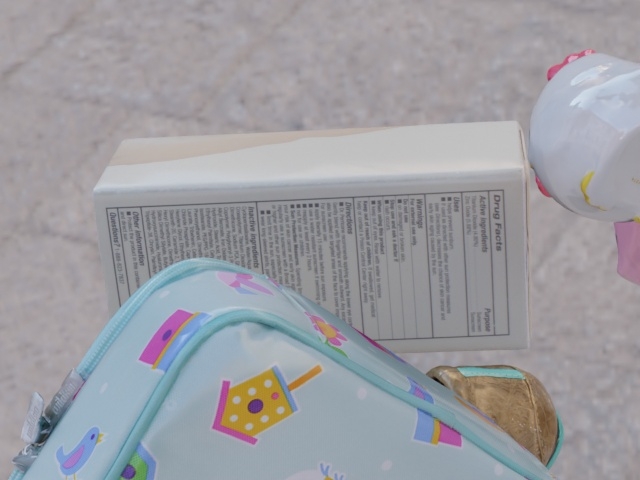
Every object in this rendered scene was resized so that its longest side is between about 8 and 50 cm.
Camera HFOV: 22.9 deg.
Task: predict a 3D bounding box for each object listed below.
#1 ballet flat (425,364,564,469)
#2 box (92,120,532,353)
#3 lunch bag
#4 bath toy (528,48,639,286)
[{"bbox_3d":[0.020,0.215,0.998,0.342,0.124,0.116,-56,40,11],"label":"ballet flat"},{"bbox_3d":[0.000,0.000,1.181,0.311,0.148,0.121,-1,22,5],"label":"box"},{"bbox_3d":[-0.022,0.152,0.745,0.224,0.279,0.108,-56,30,3],"label":"lunch bag"},{"bbox_3d":[0.251,-0.014,1.003,0.151,0.348,0.129,-51,36,16],"label":"bath toy"}]
